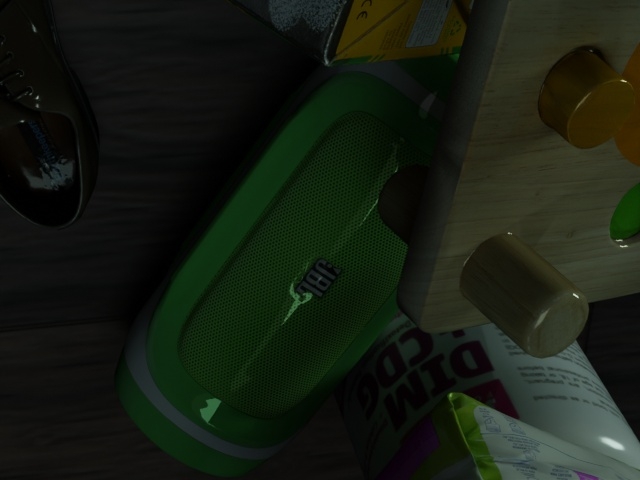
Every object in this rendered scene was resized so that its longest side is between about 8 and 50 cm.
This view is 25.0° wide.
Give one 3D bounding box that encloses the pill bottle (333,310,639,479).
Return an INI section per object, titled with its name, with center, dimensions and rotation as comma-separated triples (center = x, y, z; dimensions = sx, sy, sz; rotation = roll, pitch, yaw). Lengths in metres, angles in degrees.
[pill bottle]
center = 0.108, 0.135, 0.877
dimensions = 0.160, 0.283, 0.160
rotation = -7, 123, -11

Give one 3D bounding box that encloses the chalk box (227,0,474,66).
[chalk box]
center = -0.008, -0.194, 0.708
dimensions = 0.132, 0.213, 0.132
rotation = -13, 133, -47

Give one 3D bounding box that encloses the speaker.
[speaker]
center = 0.000, 0.000, 0.859
dimensions = 0.131, 0.131, 0.296
rotation = 27, 112, -28

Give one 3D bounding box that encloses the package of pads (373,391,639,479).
[package of pads]
center = 0.119, 0.215, 0.698
dimensions = 0.296, 0.101, 0.229
rotation = 26, 114, -28

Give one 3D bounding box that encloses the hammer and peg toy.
[hammer and peg toy]
center = 0.210, -0.095, 0.698
dimensions = 0.361, 0.127, 0.266
rotation = -10, 127, -33

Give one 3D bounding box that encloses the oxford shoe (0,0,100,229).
[oxford shoe]
center = -0.177, -0.101, 0.766
dimensions = 0.083, 0.096, 0.227
rotation = -26, 123, 5
